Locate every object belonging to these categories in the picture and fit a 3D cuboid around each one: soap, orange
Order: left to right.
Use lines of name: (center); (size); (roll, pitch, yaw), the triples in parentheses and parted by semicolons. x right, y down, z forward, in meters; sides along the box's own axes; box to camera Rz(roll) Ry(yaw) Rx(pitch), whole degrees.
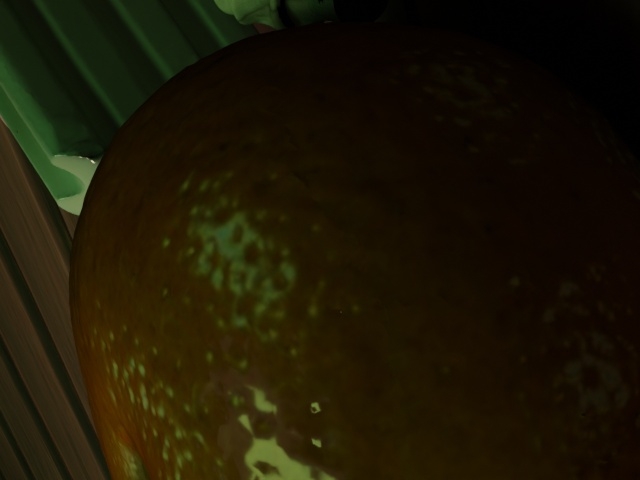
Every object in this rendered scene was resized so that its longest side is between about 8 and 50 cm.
soap: (-0.170, -0.164, 1.065); (0.289, 0.173, 0.095); (55, 160, 22)
orange: (0.044, 0.075, 0.840); (0.424, 0.326, 0.424); (164, 90, -70)

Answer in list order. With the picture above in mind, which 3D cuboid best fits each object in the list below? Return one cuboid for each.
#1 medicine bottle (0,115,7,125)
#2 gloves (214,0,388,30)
medicine bottle: (-0.186, -0.121, 1.236); (0.274, 0.133, 0.133); (30, 147, 41)
gloves: (-0.046, -0.204, 0.902); (0.212, 0.111, 0.127); (26, 150, 34)
